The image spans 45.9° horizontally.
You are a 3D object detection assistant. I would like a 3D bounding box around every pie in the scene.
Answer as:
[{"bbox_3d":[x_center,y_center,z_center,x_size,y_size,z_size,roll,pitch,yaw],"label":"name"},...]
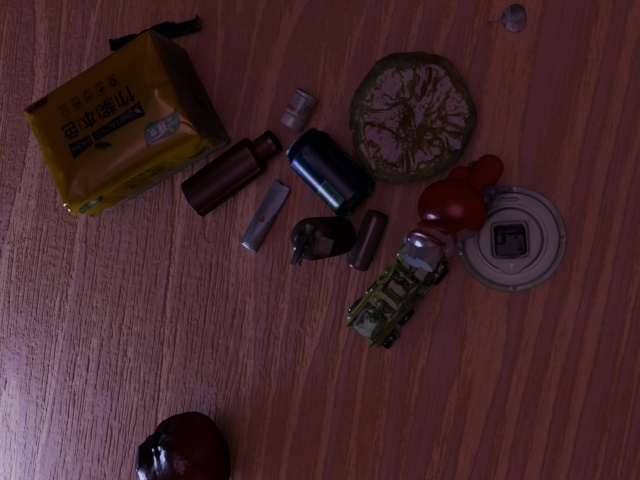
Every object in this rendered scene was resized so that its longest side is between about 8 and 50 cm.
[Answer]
[{"bbox_3d":[0.202,-0.275,1.684,0.307,0.071,0.306,1,94,14],"label":"pie"}]

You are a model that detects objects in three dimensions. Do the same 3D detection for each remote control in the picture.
[{"bbox_3d":[-0.134,-0.058,1.821,0.050,0.027,0.184,32,100,13],"label":"remote control"}]

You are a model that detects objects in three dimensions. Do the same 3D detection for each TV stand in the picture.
[{"bbox_3d":[-0.411,-0.513,1.879,0.249,0.042,0.036,-9,92,18],"label":"TV stand"}]

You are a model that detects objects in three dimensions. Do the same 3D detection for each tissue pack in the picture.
[{"bbox_3d":[-0.459,-0.269,1.802,0.382,0.228,0.293,-27,82,12],"label":"tissue pack"}]

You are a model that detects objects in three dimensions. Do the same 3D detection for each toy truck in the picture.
[{"bbox_3d":[0.167,0.122,1.681,0.128,0.135,0.259,41,100,11],"label":"toy truck"}]

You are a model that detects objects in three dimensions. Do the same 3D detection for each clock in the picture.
[{"bbox_3d":[0.411,-0.003,1.641,0.237,0.053,0.236,0,92,16],"label":"clock"}]

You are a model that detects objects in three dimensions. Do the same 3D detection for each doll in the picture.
[{"bbox_3d":[0.282,-0.067,1.614,0.161,0.130,0.290,17,66,52],"label":"doll"}]

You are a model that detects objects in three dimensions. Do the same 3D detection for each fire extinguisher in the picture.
[{"bbox_3d":[0.000,0.000,1.655,0.105,0.269,0.104,1,93,17],"label":"fire extinguisher"}]

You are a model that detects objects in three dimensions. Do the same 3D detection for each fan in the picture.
[{"bbox_3d":[0.411,-0.487,1.644,0.080,0.003,0.060,24,99,15],"label":"fan"}]

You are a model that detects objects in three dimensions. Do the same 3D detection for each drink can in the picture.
[{"bbox_3d":[0.022,-0.156,1.721,0.118,0.118,0.205,-45,80,14],"label":"drink can"}]

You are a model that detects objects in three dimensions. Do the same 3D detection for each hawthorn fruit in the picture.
[{"bbox_3d":[-0.312,0.558,1.820,0.230,0.210,0.266,-35,99,9],"label":"hawthorn fruit"}]

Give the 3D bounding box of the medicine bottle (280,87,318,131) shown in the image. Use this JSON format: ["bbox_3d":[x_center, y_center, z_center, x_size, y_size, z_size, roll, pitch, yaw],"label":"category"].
[{"bbox_3d":[-0.049,-0.305,1.768,0.057,0.057,0.089,33,102,13],"label":"medicine bottle"}]

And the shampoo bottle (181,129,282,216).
[{"bbox_3d":[-0.210,-0.168,1.821,0.260,0.064,0.102,-33,79,15],"label":"shampoo bottle"}]

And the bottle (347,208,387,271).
[{"bbox_3d":[0.108,0.001,1.735,0.053,0.053,0.140,23,99,15],"label":"bottle"}]

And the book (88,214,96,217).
[{"bbox_3d":[-0.561,-0.152,1.958,0.172,0.012,0.118,-34,82,16],"label":"book"}]
